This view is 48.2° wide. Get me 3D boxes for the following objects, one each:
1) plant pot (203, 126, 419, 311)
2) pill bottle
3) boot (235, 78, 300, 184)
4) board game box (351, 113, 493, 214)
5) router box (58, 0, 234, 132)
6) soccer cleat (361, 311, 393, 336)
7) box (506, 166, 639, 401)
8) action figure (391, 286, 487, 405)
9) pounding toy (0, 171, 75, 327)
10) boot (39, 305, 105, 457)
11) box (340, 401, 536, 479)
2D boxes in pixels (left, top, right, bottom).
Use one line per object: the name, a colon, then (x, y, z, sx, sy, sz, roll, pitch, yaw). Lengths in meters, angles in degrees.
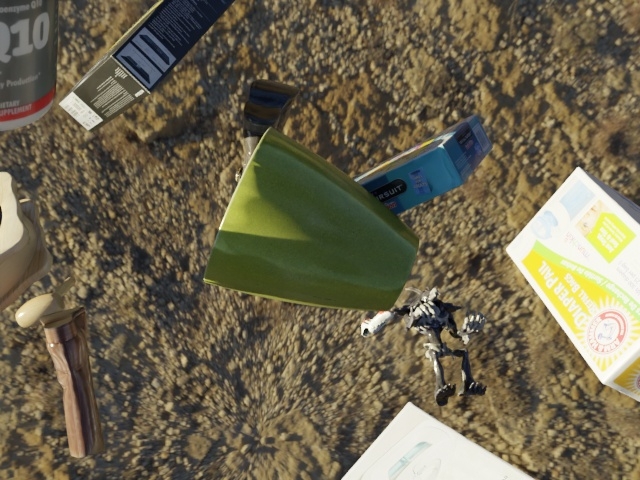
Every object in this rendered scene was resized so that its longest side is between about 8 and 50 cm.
plant pot: (0.000, 0.000, 1.170, 0.294, 0.275, 0.274, 24, 74, -2)
pill bottle: (-0.336, -0.263, 0.690, 0.161, 0.283, 0.161, 11, 39, -10)
boot: (-0.120, -0.182, 1.419, 0.091, 0.229, 0.263, 16, 34, 5)
board game box: (0.134, -0.106, 1.344, 0.336, 0.254, 0.079, -25, 98, 31)
router box: (-0.293, -0.316, 1.194, 0.081, 0.309, 0.243, 44, 65, -23)
soccer cleat: (0.106, 0.155, 1.333, 0.029, 0.083, 0.035, 33, 49, -24)
box: (0.277, 0.042, 0.650, 0.103, 0.203, 0.114, 26, 113, -25)
action figure: (0.246, 0.179, 1.423, 0.164, 0.141, 0.275, 2, 50, -22)
pounding toy: (-0.462, 0.042, 1.032, 0.154, 0.155, 0.269, -28, 51, -5)
boot: (-0.202, 0.116, 0.593, 0.037, 0.106, 0.114, -14, 98, -10)
box: (0.176, 0.315, 0.681, 0.127, 0.231, 0.262, -47, 118, -15)
